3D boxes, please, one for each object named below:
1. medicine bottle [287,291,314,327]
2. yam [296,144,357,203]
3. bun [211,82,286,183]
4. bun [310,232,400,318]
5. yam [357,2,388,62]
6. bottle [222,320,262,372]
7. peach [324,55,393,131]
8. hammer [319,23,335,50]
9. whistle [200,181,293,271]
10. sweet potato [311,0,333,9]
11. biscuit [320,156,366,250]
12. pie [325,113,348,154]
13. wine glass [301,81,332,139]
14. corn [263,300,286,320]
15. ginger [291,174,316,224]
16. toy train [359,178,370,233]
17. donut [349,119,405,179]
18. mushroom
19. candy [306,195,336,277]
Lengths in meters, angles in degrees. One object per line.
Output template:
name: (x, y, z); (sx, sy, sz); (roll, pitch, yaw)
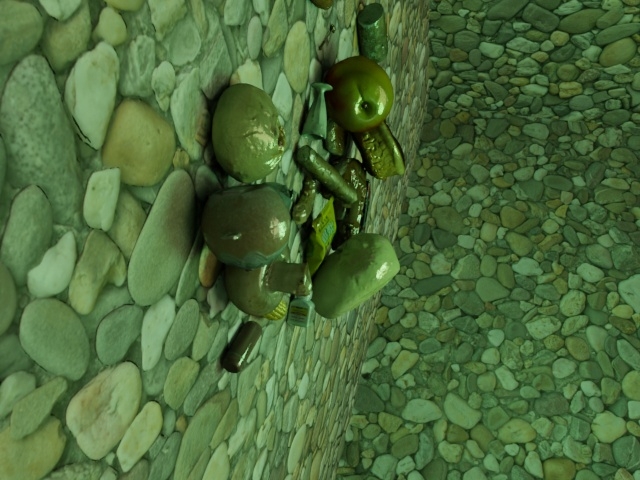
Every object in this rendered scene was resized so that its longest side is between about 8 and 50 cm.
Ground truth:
medicine bottle: (-0.060, 0.216, 1.718); (0.055, 0.074, 0.118); (7, 94, -74)
yam: (0.025, -0.194, 1.628); (0.317, 0.067, 0.071); (35, 29, -53)
bun: (-0.130, -0.218, 1.099); (0.222, 0.127, 0.222); (10, 90, -71)
bun: (0.112, 0.114, 1.875); (0.361, 0.213, 0.361); (-35, 170, -7)
yam: (0.189, -0.749, 1.918); (0.194, 0.107, 0.107); (72, 33, -59)
bottle: (-0.194, 0.264, 1.322); (0.140, 0.053, 0.053); (-62, 157, -48)
peach: (0.113, -0.447, 1.624); (0.231, 0.231, 0.231); (10, 90, -74)
hammer: (0.019, -0.604, 1.584); (0.029, 0.014, 0.123); (70, 36, -46)
whistle: (-0.134, -0.045, 1.120); (0.348, 0.189, 0.189); (-59, 155, -68)
sweet potato: (0.010, -0.658, 1.437); (0.068, 0.060, 0.206); (-49, -177, 16)
biscuit: (0.092, -0.154, 1.942); (0.366, 0.115, 0.268); (85, 21, -46)
pie: (0.056, -0.379, 1.796); (0.195, 0.046, 0.195); (7, 90, -75)
wine glass: (-0.009, -0.372, 1.534); (0.073, 0.073, 0.155); (23, 75, -74)
corn: (-0.141, 0.177, 1.424); (0.206, 0.067, 0.067); (44, 58, -70)
ginger: (-0.047, -0.118, 1.608); (0.069, 0.051, 0.173); (62, 32, -48)
toy train: (0.147, -0.063, 2.241); (0.089, 0.086, 0.410); (-19, 118, -73)
donut: (0.194, -0.361, 1.940); (0.330, 0.160, 0.330); (56, 15, -22)
mushroom: (-0.114, 0.079, 1.218); (0.204, 0.204, 0.204); (10, 90, -74)
candy: (0.000, 0.000, 1.772); (0.187, 0.081, 0.297); (-64, 167, -44)
